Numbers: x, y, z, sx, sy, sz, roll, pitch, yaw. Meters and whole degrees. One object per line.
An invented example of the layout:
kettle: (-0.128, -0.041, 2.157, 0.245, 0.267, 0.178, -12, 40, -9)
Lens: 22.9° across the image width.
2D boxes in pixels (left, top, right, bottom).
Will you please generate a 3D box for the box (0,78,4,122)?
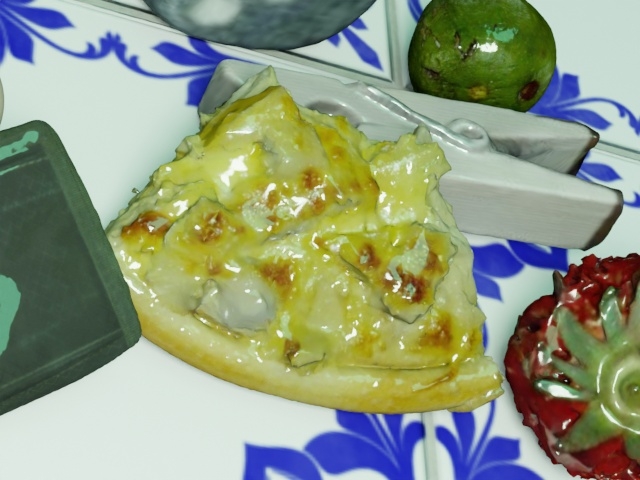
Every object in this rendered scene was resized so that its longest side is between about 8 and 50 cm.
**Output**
box: (-0.303, -0.114, 1.024, 0.200, 0.088, 0.146, 40, 47, -2)

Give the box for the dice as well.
dice: (-0.044, -0.267, 1.222, 0.183, 0.182, 0.181, 5, 55, -29)

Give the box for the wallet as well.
wallet: (-0.236, 0.034, 0.949, 0.245, 0.052, 0.168, -25, 89, -29)

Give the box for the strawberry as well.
strawberry: (0.242, 0.089, 1.161, 0.184, 0.186, 0.201, 34, 14, 25)

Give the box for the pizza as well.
pizza: (0.000, 0.000, 1.082, 0.324, 0.089, 0.223, 19, 80, -18)

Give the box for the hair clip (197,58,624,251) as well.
hair clip: (0.070, -0.060, 1.213, 0.331, 0.085, 0.101, 7, 53, -19)

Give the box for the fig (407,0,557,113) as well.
fig: (0.134, -0.167, 1.302, 0.123, 0.123, 0.156, 24, 44, -15)
